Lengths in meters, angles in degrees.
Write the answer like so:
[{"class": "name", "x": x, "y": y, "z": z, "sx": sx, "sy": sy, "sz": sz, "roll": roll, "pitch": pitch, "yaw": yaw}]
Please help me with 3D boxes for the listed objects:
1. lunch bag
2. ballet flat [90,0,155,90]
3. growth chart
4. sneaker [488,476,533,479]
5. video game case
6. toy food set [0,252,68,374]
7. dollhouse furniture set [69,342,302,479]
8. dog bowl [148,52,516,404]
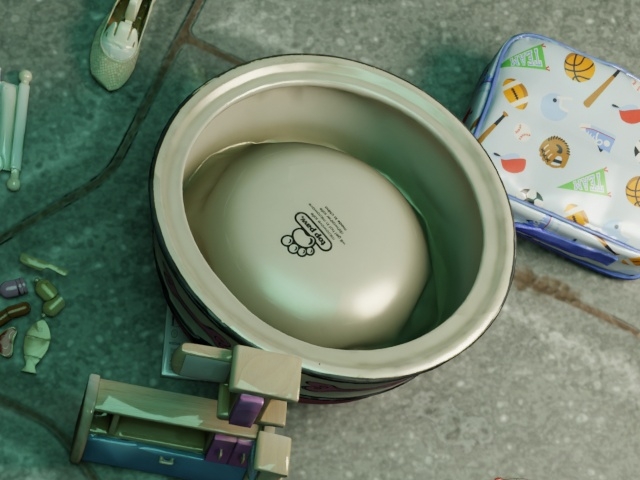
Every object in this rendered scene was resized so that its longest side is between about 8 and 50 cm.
[{"class": "lunch bag", "x": 0.299, "y": -0.095, "z": 1.986, "sx": 0.303, "sy": 0.115, "sz": 0.243, "roll": 22, "pitch": 70, "yaw": -6}, {"class": "ballet flat", "x": -0.229, "y": -0.257, "z": 1.949, "sx": 0.057, "sy": 0.052, "sz": 0.168, "roll": 17, "pitch": 69, "yaw": -7}, {"class": "growth chart", "x": -0.442, "y": -0.158, "z": 1.883, "sx": 0.237, "sy": 0.021, "sz": 0.172, "roll": 11, "pitch": 69, "yaw": -9}, {"class": "sneaker", "x": 0.156, "y": 0.318, "z": 1.805, "sx": 0.225, "sy": 0.093, "sz": 0.088, "roll": -31, "pitch": 89, "yaw": -27}, {"class": "video game case", "x": -0.116, "y": 0.117, "z": 1.870, "sx": 0.122, "sy": 0.011, "sz": 0.087, "roll": 7, "pitch": 69, "yaw": -10}, {"class": "toy food set", "x": -0.325, "y": 0.080, "z": 1.831, "sx": 0.078, "sy": 0.019, "sz": 0.122, "roll": 22, "pitch": 76, "yaw": -5}, {"class": "dollhouse furniture set", "x": -0.156, "y": 0.292, "z": 1.652, "sx": 0.198, "sy": 0.286, "sz": 0.303, "roll": 11, "pitch": 58, "yaw": -9}, {"class": "dog bowl", "x": 0.000, "y": 0.000, "z": 1.827, "sx": 0.408, "sy": 0.150, "sz": 0.408, "roll": 9, "pitch": 58, "yaw": -14}]
